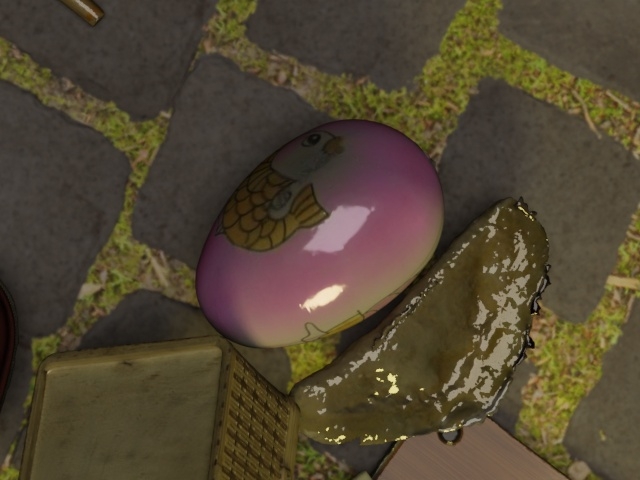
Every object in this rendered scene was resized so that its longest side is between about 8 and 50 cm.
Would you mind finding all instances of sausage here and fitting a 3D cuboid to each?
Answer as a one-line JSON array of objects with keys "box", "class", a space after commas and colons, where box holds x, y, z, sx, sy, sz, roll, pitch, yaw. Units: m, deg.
[{"box": [-0.278, -0.268, 1.823, 0.132, 0.024, 0.024, 39, 89, -5], "class": "sausage"}]

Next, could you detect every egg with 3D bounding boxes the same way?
[{"box": [0.000, 0.000, 1.775, 0.196, 0.196, 0.271, 39, 89, -5], "class": "egg"}]

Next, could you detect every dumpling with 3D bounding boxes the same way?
[{"box": [0.119, 0.110, 1.844, 0.332, 0.086, 0.166, -40, 108, -3], "class": "dumpling"}]

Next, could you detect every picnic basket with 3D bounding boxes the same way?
[{"box": [-0.159, 0.272, 1.698, 0.228, 0.175, 0.313, -7, 60, 23], "class": "picnic basket"}]

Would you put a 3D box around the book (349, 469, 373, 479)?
[{"box": [-0.006, 0.401, 1.796, 0.295, 0.020, 0.208, -35, 90, -21], "class": "book"}]

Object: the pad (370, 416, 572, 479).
[{"box": [0.156, 0.345, 1.870, 0.286, 0.018, 0.284, 37, 83, -2], "class": "pad"}]

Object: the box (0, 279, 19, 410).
[{"box": [-0.508, 0.095, 1.775, 0.403, 0.108, 0.263, 18, 91, -5], "class": "box"}]
